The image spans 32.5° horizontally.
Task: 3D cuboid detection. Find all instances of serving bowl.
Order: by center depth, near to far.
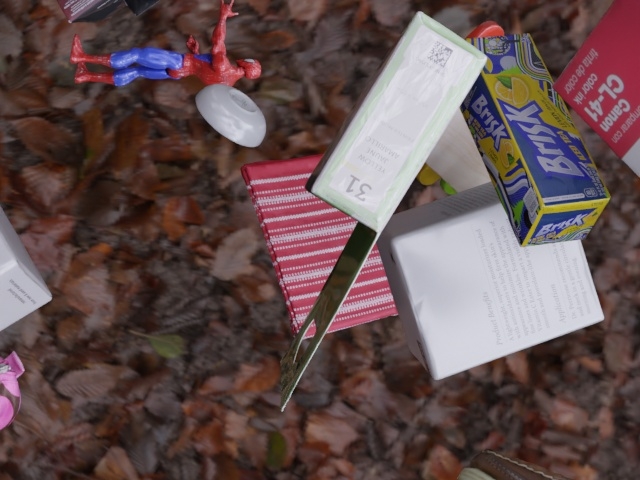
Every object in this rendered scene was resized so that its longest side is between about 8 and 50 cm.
[{"bbox_3d":[-0.088,-0.135,1.139,0.083,0.083,0.027,26,119,-28],"label":"serving bowl"}]

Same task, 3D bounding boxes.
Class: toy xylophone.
[{"bbox_3d":[0.158,-0.097,1.268,0.236,0.081,0.323,-40,144,2],"label":"toy xylophone"}]

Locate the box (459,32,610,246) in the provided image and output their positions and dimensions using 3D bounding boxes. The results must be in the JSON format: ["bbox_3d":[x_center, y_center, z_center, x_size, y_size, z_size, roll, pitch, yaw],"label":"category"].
[{"bbox_3d":[0.157,-0.079,0.840,0.059,0.054,0.169,-7,57,-16],"label":"box"}]

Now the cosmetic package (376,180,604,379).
[{"bbox_3d":[0.166,0.030,1.136,0.183,0.151,0.151,-18,99,-3],"label":"cosmetic package"}]

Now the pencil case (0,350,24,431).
[{"bbox_3d":[-0.331,0.147,0.899,0.098,0.209,0.095,-27,93,18],"label":"pencil case"}]

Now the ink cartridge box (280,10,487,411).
[{"bbox_3d":[0.014,-0.021,0.699,0.056,0.171,0.235,32,92,-3],"label":"ink cartridge box"}]

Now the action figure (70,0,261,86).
[{"bbox_3d":[-0.227,-0.299,1.672,0.280,0.091,0.139,6,65,-2],"label":"action figure"}]

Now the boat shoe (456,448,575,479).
[{"bbox_3d":[0.204,0.180,0.629,0.257,0.095,0.095,29,71,10],"label":"boat shoe"}]

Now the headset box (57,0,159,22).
[{"bbox_3d":[-0.282,-0.439,1.429,0.218,0.110,0.293,-28,93,21],"label":"headset box"}]

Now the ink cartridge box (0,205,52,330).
[{"bbox_3d":[-0.609,0.049,1.453,0.394,0.166,0.285,-32,70,-7],"label":"ink cartridge box"}]

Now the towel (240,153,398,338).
[{"bbox_3d":[0.000,0.000,1.634,0.198,0.031,0.275,-12,78,-36],"label":"towel"}]

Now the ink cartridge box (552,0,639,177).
[{"bbox_3d":[0.339,-0.071,0.696,0.226,0.131,0.306,-34,78,-29],"label":"ink cartridge box"}]
